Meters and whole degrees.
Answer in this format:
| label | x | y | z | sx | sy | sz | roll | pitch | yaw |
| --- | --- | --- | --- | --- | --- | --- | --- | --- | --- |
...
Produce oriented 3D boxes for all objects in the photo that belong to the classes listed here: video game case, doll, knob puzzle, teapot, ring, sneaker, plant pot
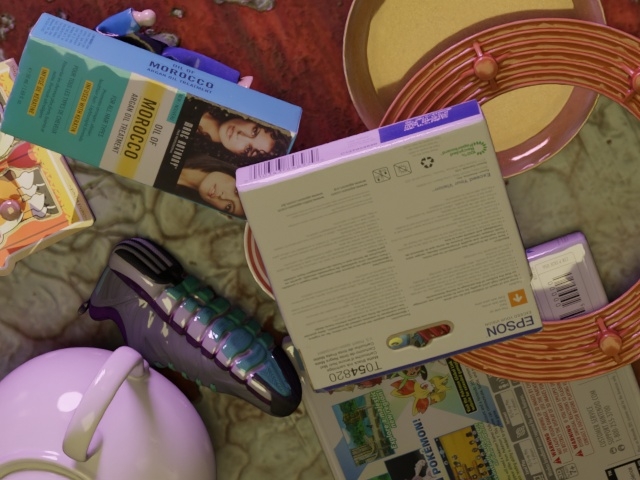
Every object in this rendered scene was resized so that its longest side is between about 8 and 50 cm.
| label | x | y | z | sx | sy | sz | roll | pitch | yaw |
| --- | --- | --- | --- | --- | --- | --- | --- | --- | --- |
| video game case | 0.160 | 0.191 | 1.731 | 0.300 | 0.036 | 0.329 | -20 | 104 | 6 |
| doll | -0.162 | -0.143 | 1.647 | 0.189 | 0.046 | 0.129 | 21 | 105 | -4 |
| knob puzzle | -0.331 | -0.051 | 1.683 | 0.213 | 0.030 | 0.213 | 0 | 105 | 1 |
| teapot | -0.222 | 0.228 | 1.644 | 0.252 | 0.187 | 0.256 | -16 | 109 | 23 |
| ring | 0.205 | -0.030 | 1.639 | 0.336 | 0.032 | 0.337 | 1 | 103 | 3 |
| sneaker | -0.119 | 0.099 | 1.689 | 0.223 | 0.083 | 0.098 | 42 | 114 | 10 |
| plant pot | 0.138 | -0.170 | 1.641 | 0.236 | 0.032 | 0.236 | 0 | 104 | 2 |

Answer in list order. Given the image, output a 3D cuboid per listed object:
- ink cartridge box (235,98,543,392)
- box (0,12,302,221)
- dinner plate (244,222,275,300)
| label | x | y | z | sx | sy | sz | roll | pitch | yaw |
| --- | --- | --- | --- | --- | --- | --- | --- | --- | --- |
| ink cartridge box | 0.063 | 0.008 | 1.602 | 0.223 | 0.045 | 0.224 | -16 | 119 | 5 |
| box | -0.147 | -0.105 | 1.604 | 0.244 | 0.060 | 0.100 | 20 | 116 | -5 |
| dinner plate | 0.000 | 0.000 | 1.695 | 0.141 | 0.017 | 0.141 | 0 | 104 | 2 |
